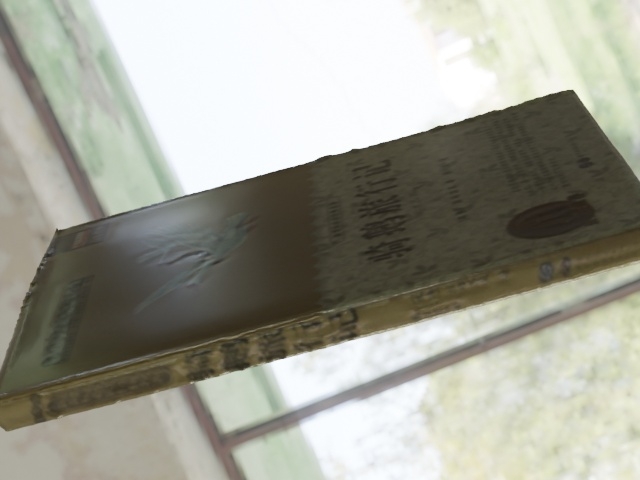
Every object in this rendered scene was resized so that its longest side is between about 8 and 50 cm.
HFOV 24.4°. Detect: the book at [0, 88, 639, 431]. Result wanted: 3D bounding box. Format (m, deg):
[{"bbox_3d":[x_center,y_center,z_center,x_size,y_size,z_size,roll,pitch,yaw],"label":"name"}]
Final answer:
[{"bbox_3d":[0.000,0.000,0.743,0.217,0.310,0.021,-95,-11,-68],"label":"book"}]
